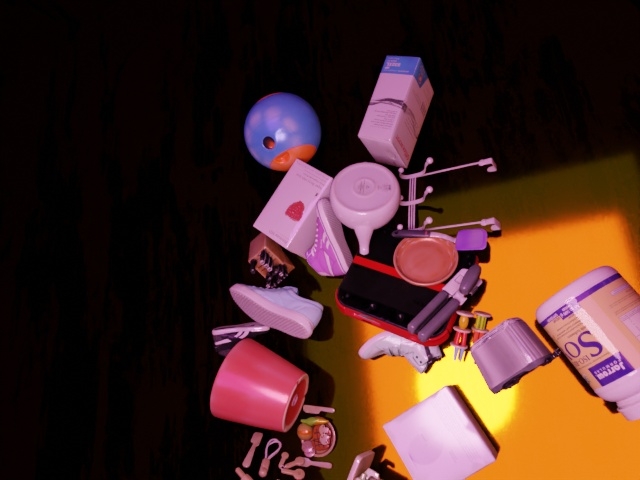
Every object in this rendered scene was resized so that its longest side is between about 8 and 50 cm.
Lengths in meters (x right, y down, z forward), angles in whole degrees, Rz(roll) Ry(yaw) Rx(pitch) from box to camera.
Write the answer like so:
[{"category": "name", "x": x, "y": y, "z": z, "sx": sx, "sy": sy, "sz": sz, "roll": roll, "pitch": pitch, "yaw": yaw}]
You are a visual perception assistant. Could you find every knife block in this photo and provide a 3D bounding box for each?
[{"category": "knife block", "x": -0.207, "y": 0.053, "z": 1.679, "sx": 0.088, "sy": 0.242, "sz": 0.275, "roll": -41, "pitch": 63, "yaw": 7}]

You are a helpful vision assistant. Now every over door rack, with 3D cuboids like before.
[{"category": "over door rack", "x": 0.409, "y": -0.151, "z": 1.531, "sx": 0.325, "sy": 0.108, "sz": 0.239, "roll": -3, "pitch": 68, "yaw": 23}]

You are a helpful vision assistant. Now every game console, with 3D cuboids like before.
[{"category": "game console", "x": 0.270, "y": 0.134, "z": 1.517, "sx": 0.387, "sy": 0.060, "sz": 0.341, "roll": 18, "pitch": 63, "yaw": 26}]

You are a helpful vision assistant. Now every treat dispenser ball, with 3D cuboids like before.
[{"category": "treat dispenser ball", "x": -0.141, "y": -0.405, "z": 1.757, "sx": 0.288, "sy": 0.288, "sz": 0.287, "roll": -7, "pitch": 72, "yaw": 22}]

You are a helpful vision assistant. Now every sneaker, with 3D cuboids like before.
[{"category": "sneaker", "x": 0.250, "y": 0.357, "z": 1.468, "sx": 0.256, "sy": 0.094, "sz": 0.151, "roll": -26, "pitch": 59, "yaw": 12}, {"category": "sneaker", "x": -0.153, "y": 0.225, "z": 1.683, "sx": 0.366, "sy": 0.135, "sz": 0.150, "roll": 22, "pitch": 47, "yaw": 24}, {"category": "sneaker", "x": 0.000, "y": 0.001, "z": 1.626, "sx": 0.161, "sy": 0.102, "sz": 0.281, "roll": -11, "pitch": 106, "yaw": 27}, {"category": "sneaker", "x": -0.284, "y": 0.371, "z": 1.725, "sx": 0.217, "sy": 0.079, "sz": 0.121, "roll": -7, "pitch": 95, "yaw": 9}]

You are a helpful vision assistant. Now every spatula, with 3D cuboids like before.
[{"category": "spatula", "x": 0.372, "y": -0.014, "z": 1.486, "sx": 0.297, "sy": 0.030, "sz": 0.084, "roll": 6, "pitch": 56, "yaw": 21}]

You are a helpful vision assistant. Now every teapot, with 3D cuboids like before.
[{"category": "teapot", "x": 0.152, "y": -0.130, "z": 1.588, "sx": 0.256, "sy": 0.187, "sz": 0.252, "roll": -39, "pitch": 62, "yaw": -15}]

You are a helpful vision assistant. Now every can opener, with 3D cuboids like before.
[{"category": "can opener", "x": 0.367, "y": 0.171, "z": 1.365, "sx": 0.283, "sy": 0.095, "sz": 0.076, "roll": -40, "pitch": 56, "yaw": -21}]

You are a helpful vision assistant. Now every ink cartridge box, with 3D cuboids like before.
[{"category": "ink cartridge box", "x": 0.267, "y": -0.440, "z": 1.625, "sx": 0.129, "sy": 0.223, "sz": 0.307, "roll": 17, "pitch": 82, "yaw": 27}]

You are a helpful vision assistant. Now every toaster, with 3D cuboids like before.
[{"category": "toaster", "x": 0.535, "y": 0.317, "z": 1.318, "sx": 0.227, "sy": 0.129, "sz": 0.146, "roll": -51, "pitch": 55, "yaw": 33}]

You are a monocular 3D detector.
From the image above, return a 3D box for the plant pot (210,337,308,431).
[{"category": "plant pot", "x": -0.187, "y": 0.491, "z": 1.547, "sx": 0.243, "sy": 0.275, "sz": 0.274, "roll": 16, "pitch": 82, "yaw": 18}]

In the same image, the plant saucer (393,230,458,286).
[{"category": "plant saucer", "x": 0.334, "y": 0.061, "z": 1.488, "sx": 0.200, "sy": 0.037, "sz": 0.199, "roll": -8, "pitch": 55, "yaw": 12}]

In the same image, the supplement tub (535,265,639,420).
[{"category": "supplement tub", "x": 0.753, "y": 0.256, "z": 1.199, "sx": 0.241, "sy": 0.241, "sz": 0.331, "roll": -37, "pitch": 63, "yaw": 10}]

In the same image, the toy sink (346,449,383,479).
[{"category": "toy sink", "x": 0.142, "y": 0.764, "z": 1.371, "sx": 0.131, "sy": 0.153, "sz": 0.234, "roll": 19, "pitch": 82, "yaw": 27}]

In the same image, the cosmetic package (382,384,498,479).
[{"category": "cosmetic package", "x": 0.345, "y": 0.571, "z": 1.344, "sx": 0.225, "sy": 0.138, "sz": 0.224, "roll": -37, "pitch": 64, "yaw": 12}]

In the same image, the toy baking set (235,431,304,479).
[{"category": "toy baking set", "x": -0.166, "y": 0.729, "z": 1.502, "sx": 0.256, "sy": 0.197, "sz": 0.030, "roll": 24, "pitch": 120, "yaw": 34}]

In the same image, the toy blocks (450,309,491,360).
[{"category": "toy blocks", "x": 0.449, "y": 0.288, "z": 1.407, "sx": 0.054, "sy": 0.123, "sz": 0.148, "roll": 22, "pitch": 105, "yaw": 63}]

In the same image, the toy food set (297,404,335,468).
[{"category": "toy food set", "x": -0.016, "y": 0.645, "z": 1.537, "sx": 0.133, "sy": 0.038, "sz": 0.191, "roll": -4, "pitch": 73, "yaw": 23}]

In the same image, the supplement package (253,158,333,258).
[{"category": "supplement package", "x": -0.068, "y": -0.111, "z": 1.703, "sx": 0.178, "sy": 0.175, "sz": 0.292, "roll": 32, "pitch": 90, "yaw": 27}]
